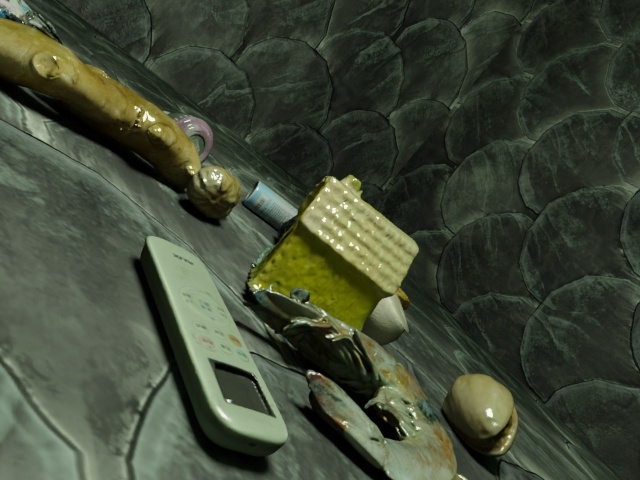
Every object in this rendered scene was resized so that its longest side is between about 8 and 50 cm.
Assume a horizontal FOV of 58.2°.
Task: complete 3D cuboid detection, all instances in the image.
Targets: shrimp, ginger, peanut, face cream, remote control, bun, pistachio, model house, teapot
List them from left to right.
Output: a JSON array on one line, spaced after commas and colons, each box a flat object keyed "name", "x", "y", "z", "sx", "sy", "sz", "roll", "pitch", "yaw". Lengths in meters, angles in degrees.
[{"name": "ginger", "x": -0.368, "y": -0.234, "z": 0.978, "sx": 0.348, "sy": 0.122, "sz": 0.363, "roll": 31, "pitch": -3, "yaw": 3}, {"name": "teapot", "x": -0.327, "y": -0.219, "z": 1.251, "sx": 0.146, "sy": 0.148, "sz": 0.116, "roll": 31, "pitch": -35, "yaw": 36}, {"name": "remote control", "x": -0.120, "y": 0.090, "z": 0.575, "sx": 0.090, "sy": 0.038, "sz": 0.309, "roll": 34, "pitch": 10, "yaw": -38}, {"name": "peanut", "x": -0.199, "y": -0.092, "z": 1.088, "sx": 0.099, "sy": 0.099, "sz": 0.214, "roll": 39, "pitch": 2, "yaw": -9}, {"name": "face cream", "x": -0.090, "y": -0.057, "z": 1.482, "sx": 0.229, "sy": 0.075, "sz": 0.075, "roll": 38, "pitch": 7, "yaw": -19}, {"name": "model house", "x": 0.025, "y": 0.031, "z": 0.893, "sx": 0.193, "sy": 0.234, "sz": 0.175, "roll": 38, "pitch": 7, "yaw": -5}, {"name": "shrimp", "x": 0.043, "y": 0.183, "z": 0.722, "sx": 0.360, "sy": 0.085, "sz": 0.247, "roll": 43, "pitch": 14, "yaw": -8}, {"name": "bun", "x": 0.084, "y": 0.121, "z": 1.095, "sx": 0.173, "sy": 0.120, "sz": 0.172, "roll": -23, "pitch": 90, "yaw": -82}, {"name": "pistachio", "x": 0.287, "y": 0.309, "z": 1.028, "sx": 0.124, "sy": 0.124, "sz": 0.185, "roll": 39, "pitch": 14, "yaw": -6}]

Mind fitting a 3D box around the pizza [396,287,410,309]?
[{"name": "pizza", "x": 0.112, "y": 0.082, "z": 1.612, "sx": 0.323, "sy": 0.089, "sz": 0.223, "roll": 38, "pitch": 13, "yaw": -29}]

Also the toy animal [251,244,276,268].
[{"name": "toy animal", "x": -0.061, "y": 0.036, "z": 1.102, "sx": 0.079, "sy": 0.070, "sz": 0.253, "roll": 29, "pitch": 5, "yaw": 24}]

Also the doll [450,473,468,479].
[{"name": "doll", "x": 0.122, "y": 0.272, "z": 0.537, "sx": 0.089, "sy": 0.102, "sz": 0.179, "roll": -8, "pitch": -19, "yaw": 33}]

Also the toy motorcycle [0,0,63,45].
[{"name": "toy motorcycle", "x": -0.578, "y": -0.405, "z": 1.026, "sx": 0.204, "sy": 0.108, "sz": 0.239, "roll": 44, "pitch": -14, "yaw": -1}]

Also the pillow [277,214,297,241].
[{"name": "pillow", "x": 0.000, "y": 0.000, "z": 1.251, "sx": 0.162, "sy": 0.092, "sz": 0.335, "roll": 32, "pitch": -16, "yaw": -13}]
